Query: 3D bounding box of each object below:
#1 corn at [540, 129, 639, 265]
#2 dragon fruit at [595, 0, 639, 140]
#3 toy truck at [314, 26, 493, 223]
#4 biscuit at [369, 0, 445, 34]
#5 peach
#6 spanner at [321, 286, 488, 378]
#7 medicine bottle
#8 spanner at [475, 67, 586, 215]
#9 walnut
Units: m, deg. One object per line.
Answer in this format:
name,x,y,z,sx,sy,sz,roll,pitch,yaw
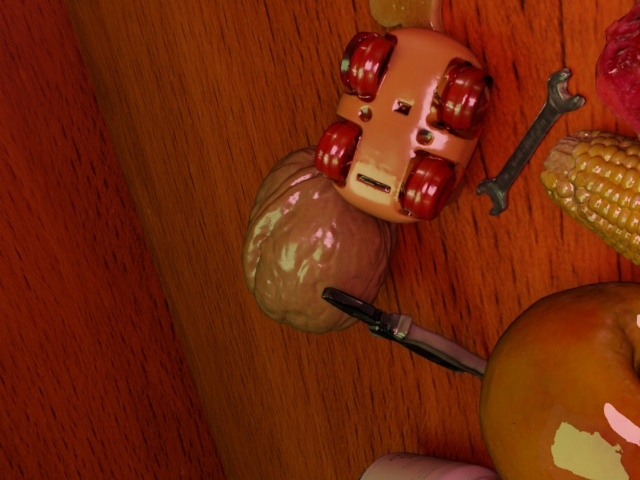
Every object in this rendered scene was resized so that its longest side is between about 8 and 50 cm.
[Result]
corn,0.366,-0.010,0.696,0.347,0.130,0.130,38,144,40
dragon fruit,0.369,-0.130,0.580,0.261,0.134,0.212,-10,125,26
toy truck,0.126,-0.144,0.969,0.189,0.239,0.265,25,107,19
biscuit,0.127,-0.362,0.909,0.158,0.035,0.240,45,148,27
peach,0.316,0.201,0.792,0.308,0.307,0.332,52,153,22
spanner,0.135,0.146,1.126,0.324,0.040,0.095,29,162,-25
medicine bottle,0.227,0.503,1.291,0.214,0.213,0.378,65,154,-2
spanner,0.259,-0.116,0.912,0.054,0.015,0.255,53,151,20
walnut,-0.002,0.000,1.206,0.251,0.277,0.313,17,132,5
